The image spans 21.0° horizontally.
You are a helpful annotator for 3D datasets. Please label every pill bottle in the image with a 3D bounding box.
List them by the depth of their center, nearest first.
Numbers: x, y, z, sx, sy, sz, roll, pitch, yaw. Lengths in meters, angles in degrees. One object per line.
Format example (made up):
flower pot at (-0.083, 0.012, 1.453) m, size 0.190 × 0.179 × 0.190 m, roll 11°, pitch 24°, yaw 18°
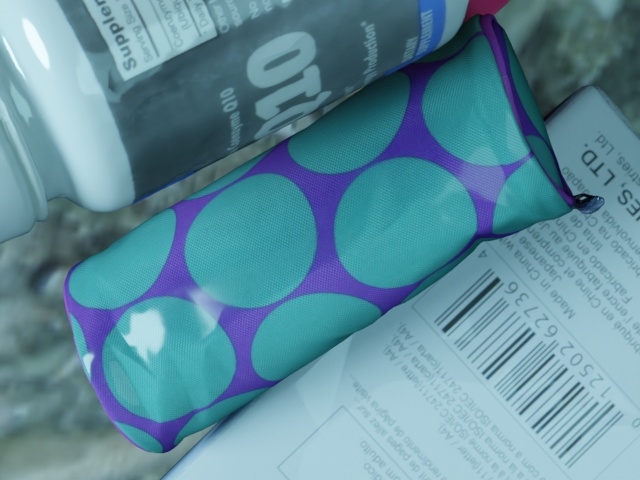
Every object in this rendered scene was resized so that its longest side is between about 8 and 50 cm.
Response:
pill bottle at (-0.040, -0.054, 0.419) m, size 0.137 × 0.078 × 0.078 m, roll -28°, pitch 120°, yaw -14°

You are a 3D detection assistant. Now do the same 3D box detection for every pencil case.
pencil case at (0.000, 0.000, 0.498) m, size 0.152 × 0.070 × 0.064 m, roll -31°, pitch 81°, yaw 11°

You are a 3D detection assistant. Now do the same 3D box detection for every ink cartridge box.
ink cartridge box at (0.034, 0.122, 0.546) m, size 0.311 × 0.065 × 0.186 m, roll -43°, pitch 91°, yaw -10°

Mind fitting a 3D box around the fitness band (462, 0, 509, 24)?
fitness band at (-0.045, -0.148, 0.455) m, size 0.291 × 0.054 × 0.209 m, roll 7°, pitch 108°, yaw -29°
